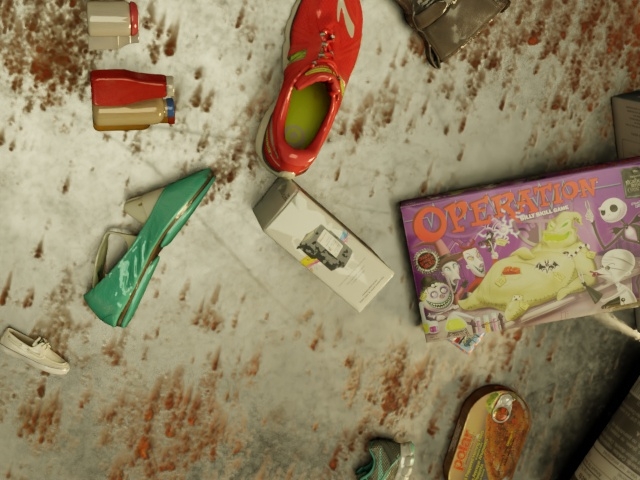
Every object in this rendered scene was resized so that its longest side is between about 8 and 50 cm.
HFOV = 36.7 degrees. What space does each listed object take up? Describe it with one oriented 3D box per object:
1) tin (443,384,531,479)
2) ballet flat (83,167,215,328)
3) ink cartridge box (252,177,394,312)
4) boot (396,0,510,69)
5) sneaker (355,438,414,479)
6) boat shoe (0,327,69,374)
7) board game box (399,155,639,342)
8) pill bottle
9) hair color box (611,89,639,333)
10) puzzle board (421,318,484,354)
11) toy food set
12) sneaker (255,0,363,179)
[{"bbox_3d":[0.251,0.310,1.468,0.106,0.040,0.190,14,100,-19],"label":"tin"},{"bbox_3d":[-0.234,-0.004,1.264,0.087,0.083,0.247,32,93,-3],"label":"ballet flat"},{"bbox_3d":[0.000,0.000,1.289,0.175,0.127,0.072,40,94,-17],"label":"ink cartridge box"},{"bbox_3d":[0.169,-0.386,1.259,0.229,0.091,0.263,37,101,-21],"label":"boot"},{"bbox_3d":[0.085,0.369,1.442,0.076,0.065,0.167,16,97,1],"label":"sneaker"},{"bbox_3d":[-0.379,0.146,1.292,0.100,0.035,0.035,27,99,-10],"label":"boat shoe"},{"bbox_3d":[0.299,0.014,1.350,0.346,0.056,0.208,-11,100,7],"label":"board game box"},{"bbox_3d":[0.497,0.367,1.447,0.204,0.204,0.361,30,96,-17],"label":"pill bottle"},{"bbox_3d":[0.525,-0.024,1.366,0.113,0.185,0.375,-14,106,-9],"label":"hair color box"},{"bbox_3d":[0.222,0.094,1.421,0.096,0.011,0.128,36,93,-18],"label":"puzzle board"},{"bbox_3d":[-0.224,-0.218,1.160,0.104,0.111,0.232,-3,128,-13],"label":"toy food set"},{"bbox_3d":[0.002,-0.211,1.229,0.107,0.118,0.279,16,84,-15],"label":"sneaker"}]
